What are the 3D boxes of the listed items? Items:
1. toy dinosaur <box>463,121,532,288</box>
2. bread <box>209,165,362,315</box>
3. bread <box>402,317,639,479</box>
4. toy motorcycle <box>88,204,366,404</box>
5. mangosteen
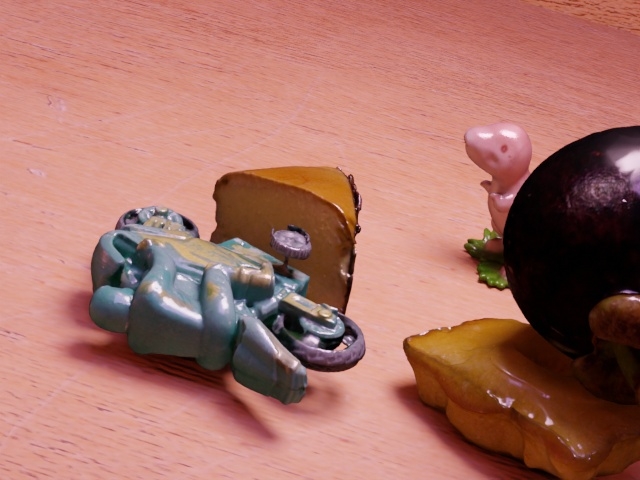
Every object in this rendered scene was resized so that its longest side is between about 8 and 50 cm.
[{"bbox_3d":[0.237,-0.048,1.395,0.194,0.177,0.152,15,26,-5],"label":"toy dinosaur"},{"bbox_3d":[0.000,0.000,1.215,0.160,0.140,0.169,27,26,37],"label":"bread"},{"bbox_3d":[0.189,0.143,1.084,0.161,0.088,0.233,0,26,-40],"label":"bread"},{"bbox_3d":[-0.104,0.047,1.088,0.296,0.109,0.198,27,29,26],"label":"toy motorcycle"},{"bbox_3d":[0.268,0.031,1.024,0.228,0.228,0.265,12,52,-8],"label":"mangosteen"}]
